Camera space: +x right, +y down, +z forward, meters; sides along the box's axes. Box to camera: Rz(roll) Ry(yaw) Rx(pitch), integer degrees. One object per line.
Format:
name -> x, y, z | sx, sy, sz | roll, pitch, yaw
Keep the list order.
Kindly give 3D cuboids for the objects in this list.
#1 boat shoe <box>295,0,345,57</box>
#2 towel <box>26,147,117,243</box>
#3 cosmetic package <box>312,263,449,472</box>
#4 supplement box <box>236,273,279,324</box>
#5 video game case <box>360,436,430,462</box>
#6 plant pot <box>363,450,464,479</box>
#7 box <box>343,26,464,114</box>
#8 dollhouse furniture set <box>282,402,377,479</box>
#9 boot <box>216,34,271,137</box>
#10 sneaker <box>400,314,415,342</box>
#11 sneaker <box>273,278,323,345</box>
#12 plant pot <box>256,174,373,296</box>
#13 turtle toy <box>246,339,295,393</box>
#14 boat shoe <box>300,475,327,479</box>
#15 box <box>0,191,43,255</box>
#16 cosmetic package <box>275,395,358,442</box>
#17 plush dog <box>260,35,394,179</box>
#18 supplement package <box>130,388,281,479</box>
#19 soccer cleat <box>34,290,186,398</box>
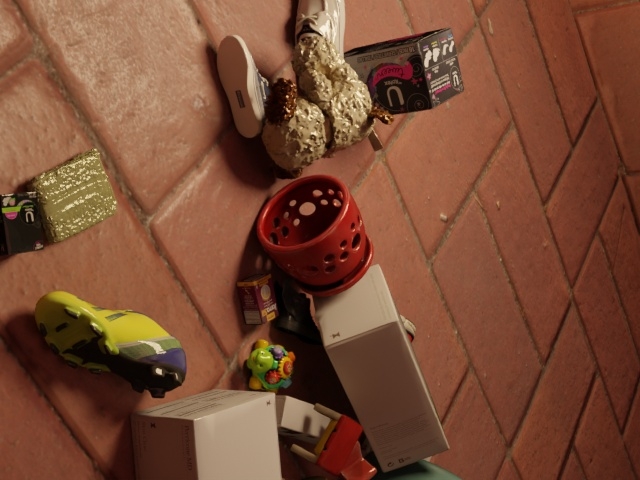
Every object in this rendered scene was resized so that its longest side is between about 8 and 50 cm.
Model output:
boat shoe -> -0.011, -0.416, 1.896 | 0.088, 0.096, 0.268 | -19, 111, -58
towel -> -0.369, -0.066, 1.419 | 0.148, 0.027, 0.110 | -40, 119, -50
cosmetic package -> 0.118, 0.257, 1.871 | 0.197, 0.155, 0.366 | -105, 174, -55
supplement box -> -0.115, 0.108, 1.740 | 0.055, 0.043, 0.083 | -27, 109, -53
video game case -> 0.164, 0.480, 2.089 | 0.227, 0.026, 0.206 | 54, 54, -37
plant pot -> 0.207, 0.595, 1.948 | 0.293, 0.235, 0.293 | -6, 98, -48
box -> 0.147, -0.338, 1.969 | 0.163, 0.247, 0.142 | -34, 113, -50
dollhouse furniture set -> 0.007, 0.512, 1.691 | 0.201, 0.152, 0.374 | 41, 75, -44
boot -> -0.133, -0.290, 1.742 | 0.086, 0.069, 0.190 | -43, 129, -55
sneaker -> 0.112, 0.194, 2.003 | 0.279, 0.107, 0.118 | 33, 70, -45
sneaker -> -0.037, 0.143, 1.839 | 0.170, 0.051, 0.089 | 30, 66, -46
plant pot -> 0.000, 0.000, 1.787 | 0.174, 0.191, 0.191 | 56, 45, -39
turtle toy -> -0.092, 0.231, 1.741 | 0.130, 0.066, 0.095 | 28, 65, -50
boat shoe -> -0.037, 0.496, 1.813 | 0.135, 0.050, 0.045 | -22, 108, -43
box -> -0.428, -0.023, 1.311 | 0.062, 0.052, 0.083 | -10, 96, -53
cosmetic package -> -0.036, 0.342, 1.784 | 0.239, 0.099, 0.060 | 30, 66, -49
plush dog -> -0.010, -0.215, 1.765 | 0.225, 0.210, 0.262 | -33, 138, -28
supplement package -> -0.178, 0.392, 1.541 | 0.204, 0.145, 0.262 | -7, 92, -54
soccer cleat -> -0.319, 0.142, 1.441 | 0.289, 0.093, 0.121 | 38, 27, -41
